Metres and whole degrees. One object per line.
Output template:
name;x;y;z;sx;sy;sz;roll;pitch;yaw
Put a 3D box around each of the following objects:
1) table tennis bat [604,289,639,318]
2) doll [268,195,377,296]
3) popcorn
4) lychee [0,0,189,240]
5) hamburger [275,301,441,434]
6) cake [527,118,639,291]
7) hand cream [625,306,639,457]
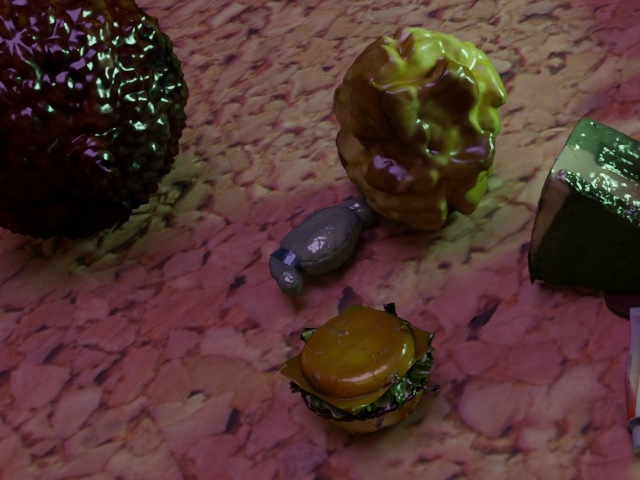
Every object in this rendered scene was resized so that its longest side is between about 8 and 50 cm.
table tennis bat;0.405;0.067;1.276;0.156;0.013;0.087;11;44;39
doll;0.000;0.000;1.522;0.104;0.071;0.214;11;42;35
popcorn;0.131;-0.142;1.502;0.225;0.265;0.332;-16;-8;-22
lychee;-0.404;-0.202;1.696;0.425;0.424;0.500;-31;31;-11
hamburger;0.048;0.152;1.284;0.164;0.093;0.189;-32;38;-16
cake;0.389;-0.040;1.280;0.284;0.172;0.158;6;42;32
hand cream;0.352;0.145;1.182;0.052;0.038;0.216;19;43;6
